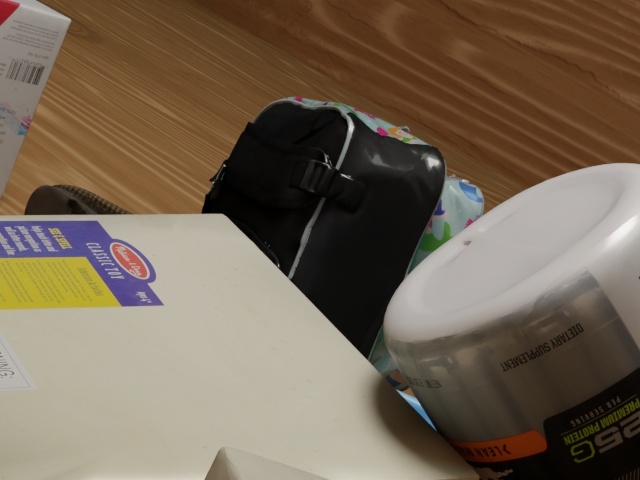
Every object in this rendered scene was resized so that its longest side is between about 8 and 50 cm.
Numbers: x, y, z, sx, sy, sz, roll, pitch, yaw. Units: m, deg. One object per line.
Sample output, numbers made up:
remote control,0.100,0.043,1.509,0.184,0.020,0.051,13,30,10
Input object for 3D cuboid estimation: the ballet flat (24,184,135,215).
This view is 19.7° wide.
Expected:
ballet flat,-0.151,0.017,1.478,0.058,0.084,0.250,11,12,-46

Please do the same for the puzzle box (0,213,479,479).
puzzle box,-0.114,0.078,1.134,0.272,0.052,0.409,-1,22,-24

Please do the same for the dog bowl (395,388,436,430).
dog bowl,0.070,0.166,1.260,0.297,0.074,0.166,25,11,-1

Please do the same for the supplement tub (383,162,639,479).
supplement tub,0.192,0.129,1.101,0.316,0.193,0.193,57,4,-14

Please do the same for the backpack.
backpack,0.000,0.000,1.497,0.191,0.225,0.253,22,1,-27

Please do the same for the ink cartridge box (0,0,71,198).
ink cartridge box,-0.325,-0.143,1.579,0.127,0.176,0.128,30,12,38

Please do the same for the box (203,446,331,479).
box,0.004,0.208,0.836,0.094,0.113,0.275,21,13,-22
